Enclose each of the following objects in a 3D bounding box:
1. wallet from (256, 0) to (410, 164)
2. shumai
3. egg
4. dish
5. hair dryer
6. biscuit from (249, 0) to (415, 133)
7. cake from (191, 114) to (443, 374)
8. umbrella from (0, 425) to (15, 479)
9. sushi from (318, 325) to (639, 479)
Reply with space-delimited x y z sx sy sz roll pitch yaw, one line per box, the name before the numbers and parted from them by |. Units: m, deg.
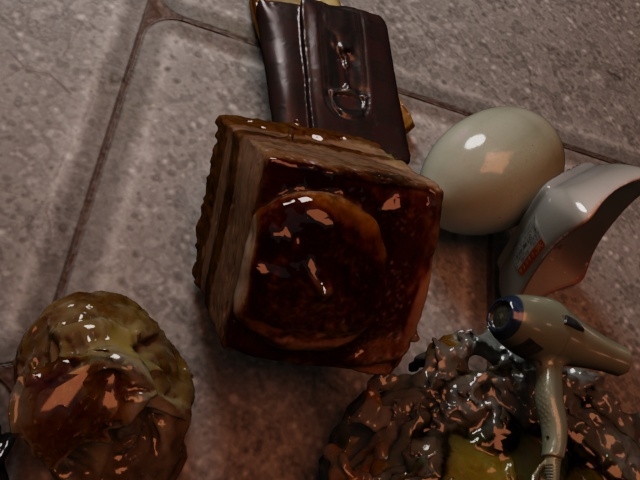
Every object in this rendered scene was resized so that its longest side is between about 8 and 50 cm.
wallet | 0.017 -0.193 0.899 0.181 0.049 0.229 0 69 -21
shumai | -0.189 0.133 0.643 0.161 0.153 0.210 -6 71 -17
egg | 0.211 -0.085 0.906 0.209 0.151 0.151 -27 77 -23
dish | 0.290 -0.008 0.872 0.151 0.212 0.077 -24 60 -29
hair dryer | 0.241 0.148 0.669 0.167 0.067 0.199 7 62 -30
biscuit | 0.002 -0.252 0.972 0.154 0.045 0.299 -20 74 -28
cake | 0.000 0.000 0.676 0.198 0.293 0.196 11 102 -20
umbrella | -0.329 0.097 0.636 0.094 0.090 0.326 -16 70 -4
sushi | 0.170 0.284 0.682 0.417 0.176 0.418 14 56 -21
